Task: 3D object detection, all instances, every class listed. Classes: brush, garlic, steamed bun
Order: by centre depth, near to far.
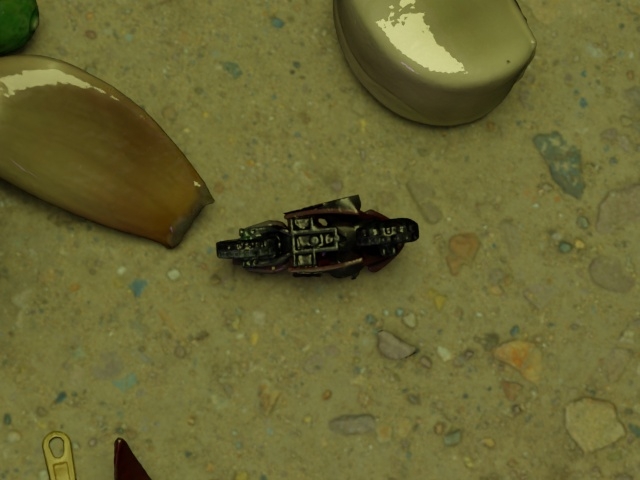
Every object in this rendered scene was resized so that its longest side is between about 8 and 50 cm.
[{"bbox_3d":[-0.251,0.290,1.870,0.083,0.011,0.205,-11,72,-6],"label":"brush"},{"bbox_3d":[-0.257,-0.105,1.952,0.318,0.112,0.143,28,94,0],"label":"garlic"},{"bbox_3d":[0.106,-0.242,1.999,0.164,0.146,0.242,-26,76,-15],"label":"steamed bun"}]

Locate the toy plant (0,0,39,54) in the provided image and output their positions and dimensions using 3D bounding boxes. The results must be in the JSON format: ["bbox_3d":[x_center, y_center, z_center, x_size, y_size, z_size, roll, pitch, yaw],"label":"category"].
[{"bbox_3d":[-0.409,-0.295,1.989,0.235,0.175,0.218,-12,78,-36],"label":"toy plant"}]

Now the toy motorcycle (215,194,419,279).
[{"bbox_3d":[0.000,-0.001,1.938,0.213,0.122,0.082,-5,83,8],"label":"toy motorcycle"}]

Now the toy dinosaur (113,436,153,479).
[{"bbox_3d":[-0.084,0.331,1.813,0.206,0.113,0.327,-19,72,-10],"label":"toy dinosaur"}]
